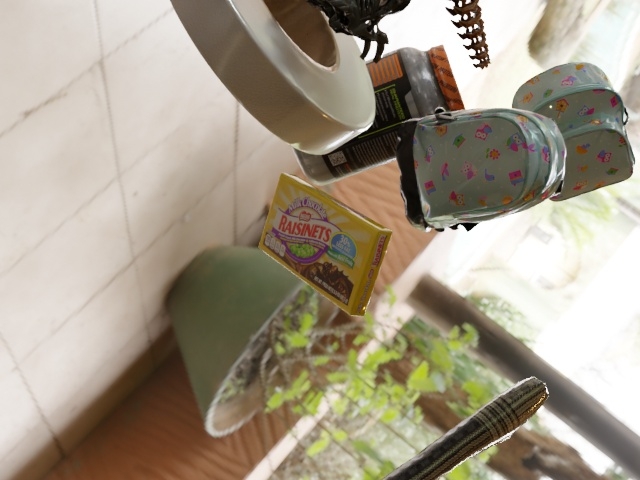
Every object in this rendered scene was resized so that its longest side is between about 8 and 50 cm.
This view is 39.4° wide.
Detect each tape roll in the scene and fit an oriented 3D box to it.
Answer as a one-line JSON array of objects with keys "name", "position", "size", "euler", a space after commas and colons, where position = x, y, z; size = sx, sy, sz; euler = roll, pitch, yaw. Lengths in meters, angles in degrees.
[{"name": "tape roll", "position": [-0.062, -0.295, 1.189], "size": [0.072, 0.392, 0.392], "euler": [-31, 175, 24]}]

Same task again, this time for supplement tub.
[{"name": "supplement tub", "position": [0.102, -0.237, 1.655], "size": [0.316, 0.193, 0.193], "euler": [-18, 172, 12]}]

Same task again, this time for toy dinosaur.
[{"name": "toy dinosaur", "position": [0.098, -0.340, 1.091], "size": [0.218, 0.322, 0.164], "euler": [-42, 174, 2]}]

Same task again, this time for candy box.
[{"name": "candy box", "position": [0.000, 0.000, 1.059], "size": [0.027, 0.206, 0.105], "euler": [10, 105, -39]}]

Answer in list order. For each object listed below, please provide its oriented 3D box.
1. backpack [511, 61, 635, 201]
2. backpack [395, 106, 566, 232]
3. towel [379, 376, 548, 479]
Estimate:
[{"name": "backpack", "position": [0.373, -0.161, 1.322], "size": [0.166, 0.188, 0.144], "euler": [-17, -145, 13]}, {"name": "backpack", "position": [0.178, -0.080, 0.995], "size": [0.115, 0.182, 0.151], "euler": [-19, 100, -53]}, {"name": "towel", "position": [0.141, 0.307, 1.175], "size": [0.312, 0.056, 0.324], "euler": [-33, 165, -12]}]
